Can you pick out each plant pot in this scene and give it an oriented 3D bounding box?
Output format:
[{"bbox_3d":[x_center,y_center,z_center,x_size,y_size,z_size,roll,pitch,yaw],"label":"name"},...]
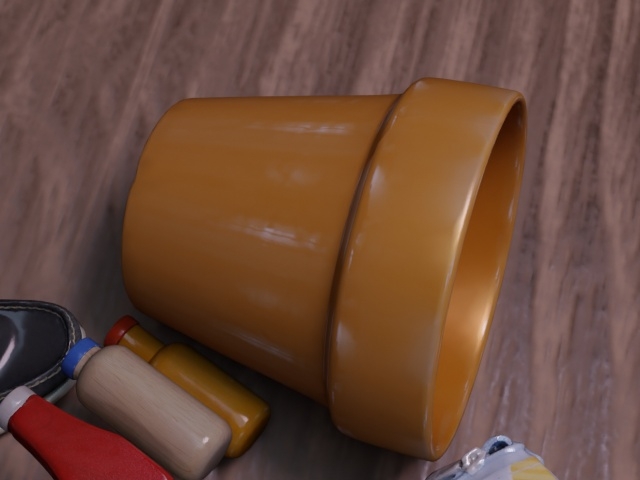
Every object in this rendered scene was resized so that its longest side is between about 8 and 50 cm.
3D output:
[{"bbox_3d":[0.000,0.000,0.710,0.188,0.205,0.205,13,66,15],"label":"plant pot"}]

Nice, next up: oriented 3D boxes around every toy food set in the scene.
[{"bbox_3d":[-0.135,0.136,0.670,0.104,0.111,0.232,35,67,13],"label":"toy food set"}]

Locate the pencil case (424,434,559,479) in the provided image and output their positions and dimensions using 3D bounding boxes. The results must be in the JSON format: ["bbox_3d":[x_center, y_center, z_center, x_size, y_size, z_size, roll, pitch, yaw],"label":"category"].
[{"bbox_3d":[0.016,0.207,0.653,0.273,0.113,0.124,-24,117,-15],"label":"pencil case"}]

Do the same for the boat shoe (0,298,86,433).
[{"bbox_3d":[-0.245,0.075,0.697,0.233,0.079,0.084,-8,68,-13],"label":"boat shoe"}]
